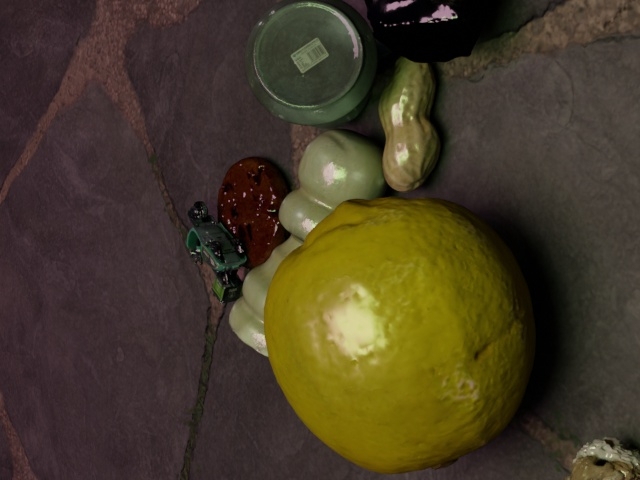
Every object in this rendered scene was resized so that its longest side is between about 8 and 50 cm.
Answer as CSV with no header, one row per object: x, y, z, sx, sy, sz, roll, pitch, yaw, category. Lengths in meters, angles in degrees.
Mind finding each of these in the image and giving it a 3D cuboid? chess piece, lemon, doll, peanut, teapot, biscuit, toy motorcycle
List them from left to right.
-0.177,0.014,1.705,0.173,0.058,0.100,51,138,38,toy motorcycle
-0.108,-0.042,1.692,0.192,0.049,0.192,-5,84,55,biscuit
0.000,0.000,1.495,0.182,0.182,0.330,35,111,43,chess piece
0.011,-0.237,1.408,0.203,0.225,0.171,-28,86,6,teapot
0.098,0.112,1.253,0.348,0.348,0.347,3,94,49,lemon
0.120,-0.158,1.402,0.082,0.082,0.187,-5,87,49,peanut
0.298,0.315,1.194,0.221,0.105,0.115,-51,62,35,doll

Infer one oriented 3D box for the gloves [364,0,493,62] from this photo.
0.136,-0.372,1.321,0.197,0.152,0.301,-1,83,27,gloves
